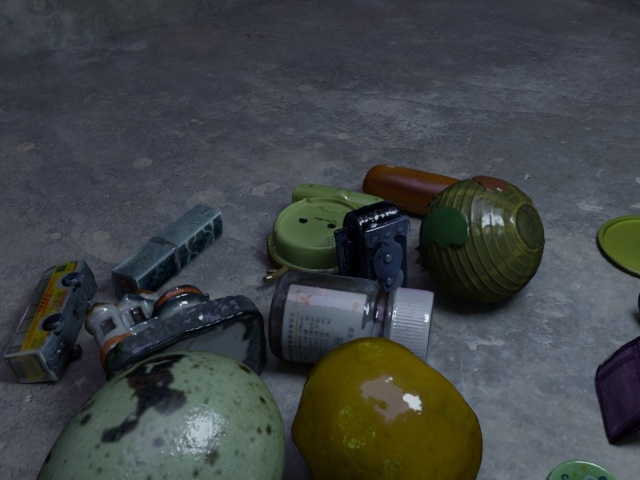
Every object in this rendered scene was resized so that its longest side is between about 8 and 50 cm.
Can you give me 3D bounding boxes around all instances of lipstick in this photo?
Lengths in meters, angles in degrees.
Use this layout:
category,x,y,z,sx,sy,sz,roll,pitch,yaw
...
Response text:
category,x,y,z,sx,sy,sz,roll,pitch,yaw
lipstick,-0.315,0.020,1.527,0.076,0.077,0.289,17,39,23

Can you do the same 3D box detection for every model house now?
category,x,y,z,sx,sy,sz,roll,pitch,yaw
model house,-0.278,0.143,1.265,0.271,0.190,0.301,-22,40,-24

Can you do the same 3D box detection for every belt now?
category,x,y,z,sx,sy,sz,roll,pitch,yaw
belt,0.092,0.033,1.381,0.128,0.218,0.122,-20,36,-18

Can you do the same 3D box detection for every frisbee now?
category,x,y,z,sx,sy,sz,roll,pitch,yaw
frisbee,0.718,0.015,1.555,0.236,0.017,0.236,-1,36,1

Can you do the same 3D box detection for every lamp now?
category,x,y,z,sx,sy,sz,roll,pitch,yaw
lamp,0.297,0.006,1.419,0.284,0.250,0.250,-23,14,47

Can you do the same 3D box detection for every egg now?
category,x,y,z,sx,sy,sz,roll,pitch,yaw
egg,-0.208,0.314,0.949,0.287,0.287,0.379,22,56,28

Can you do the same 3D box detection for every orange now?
category,x,y,z,sx,sy,sz,roll,pitch,yaw
orange,0.089,0.272,1.023,0.235,0.279,0.279,-45,48,-8

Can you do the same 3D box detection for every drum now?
category,x,y,z,sx,sy,sz,roll,pitch,yaw
drum,0.318,0.391,1.023,0.253,0.049,0.130,-14,38,-16

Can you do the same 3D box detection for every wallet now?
category,x,y,z,sx,sy,sz,roll,pitch,yaw
wallet,0.502,0.242,1.182,0.030,0.111,0.166,34,34,-12

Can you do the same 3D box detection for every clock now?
category,x,y,z,sx,sy,sz,roll,pitch,yaw
clock,0.000,0.000,1.532,0.235,0.096,0.308,14,40,18

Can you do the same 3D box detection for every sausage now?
category,x,y,z,sx,sy,sz,roll,pitch,yaw
sausage,0.229,-0.111,1.674,0.274,0.105,0.105,16,39,21

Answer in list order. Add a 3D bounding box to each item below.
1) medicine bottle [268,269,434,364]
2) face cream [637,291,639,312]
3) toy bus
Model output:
category,x,y,z,sx,sy,sz,roll,pitch,yaw
medicine bottle,0.057,0.147,1.271,0.273,0.165,0.165,8,37,12
face cream,0.768,0.108,1.349,0.337,0.080,0.163,-4,11,-5
toy bus,-0.498,0.146,1.356,0.106,0.092,0.268,-9,36,7
